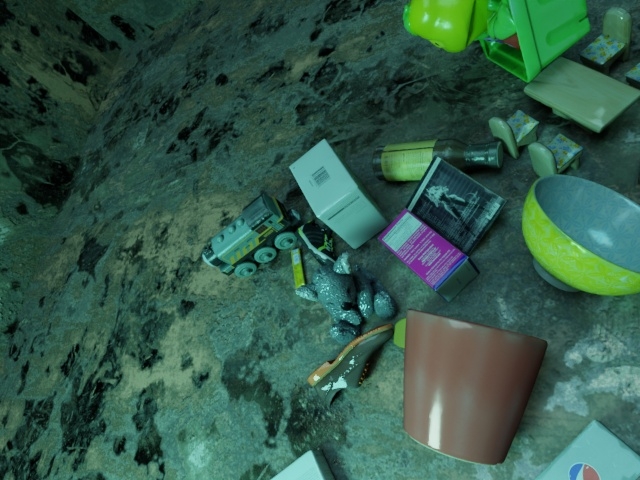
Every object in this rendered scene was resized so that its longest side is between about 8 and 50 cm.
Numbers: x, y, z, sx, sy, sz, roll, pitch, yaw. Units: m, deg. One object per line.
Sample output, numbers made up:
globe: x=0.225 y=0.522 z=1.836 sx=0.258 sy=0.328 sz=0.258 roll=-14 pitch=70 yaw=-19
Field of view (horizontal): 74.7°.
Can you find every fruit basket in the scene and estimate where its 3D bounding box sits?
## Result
fruit basket: x=0.416 y=-0.560 z=1.073 sx=0.392 sy=0.283 sz=0.392 roll=-24 pitch=29 yaw=14

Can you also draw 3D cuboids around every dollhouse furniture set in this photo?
dollhouse furniture set: x=0.626 y=-0.305 z=0.895 sx=0.362 sy=0.256 sz=0.394 roll=-43 pitch=51 yaw=8

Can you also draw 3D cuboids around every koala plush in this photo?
koala plush: x=0.050 y=0.128 z=1.088 sx=0.196 sy=0.221 sz=0.203 roll=-37 pitch=52 yaw=14

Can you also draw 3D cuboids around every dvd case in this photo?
dvd case: x=0.337 y=-0.092 z=1.073 sx=0.221 sy=0.018 sz=0.164 roll=43 pitch=122 yaw=31

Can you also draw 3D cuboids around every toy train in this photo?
toy train: x=-0.226 y=-0.009 z=1.362 sx=0.334 sy=0.190 sz=0.142 roll=-35 pitch=52 yaw=14

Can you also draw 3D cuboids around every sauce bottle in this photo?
sauce bottle: x=0.315 y=-0.222 z=1.158 sx=0.345 sy=0.111 sz=0.111 roll=4 pitch=70 yaw=36

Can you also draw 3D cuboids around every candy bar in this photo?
candy bar: x=-0.068 y=0.091 z=1.318 sx=0.040 sy=0.018 sz=0.161 roll=-23 pitch=56 yaw=19

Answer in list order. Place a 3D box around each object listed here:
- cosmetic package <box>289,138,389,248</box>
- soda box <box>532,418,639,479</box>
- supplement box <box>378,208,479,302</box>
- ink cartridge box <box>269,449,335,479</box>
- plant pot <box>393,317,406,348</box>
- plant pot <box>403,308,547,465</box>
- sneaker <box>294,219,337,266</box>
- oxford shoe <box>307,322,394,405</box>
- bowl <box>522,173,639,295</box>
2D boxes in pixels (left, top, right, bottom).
cosmetic package: x=0.057 y=-0.131 z=1.210 sx=0.138 sy=0.225 sz=0.224 roll=-36 pitch=52 yaw=11
soda box: x=0.435 y=0.458 z=0.746 sx=0.286 sy=0.091 sz=0.098 roll=-48 pitch=49 yaw=4
supplement box: x=0.269 y=0.035 z=1.059 sx=0.114 sy=0.111 sz=0.220 roll=-47 pitch=50 yaw=6
ink cartridge box: x=-0.060 y=0.681 z=0.990 sx=0.275 sy=0.060 sz=0.239 roll=-41 pitch=52 yaw=10
plant pot: x=0.225 y=0.230 z=1.014 sx=0.083 sy=0.081 sz=0.081 roll=-14 pitch=59 yaw=43
plant pot: x=0.287 y=0.285 z=0.840 sx=0.275 sy=0.275 sz=0.243 roll=7 pitch=80 yaw=36
sneaker: x=0.000 y=0.000 z=1.265 sx=0.097 sy=0.084 sz=0.234 roll=-42 pitch=42 yaw=-2
oxford shoe: x=0.094 y=0.312 z=1.064 sx=0.271 sy=0.097 sz=0.098 roll=-43 pitch=68 yaw=17
bowl: x=0.525 y=0.013 z=0.846 sx=0.289 sy=0.290 sz=0.156 roll=61 pitch=147 yaw=38
